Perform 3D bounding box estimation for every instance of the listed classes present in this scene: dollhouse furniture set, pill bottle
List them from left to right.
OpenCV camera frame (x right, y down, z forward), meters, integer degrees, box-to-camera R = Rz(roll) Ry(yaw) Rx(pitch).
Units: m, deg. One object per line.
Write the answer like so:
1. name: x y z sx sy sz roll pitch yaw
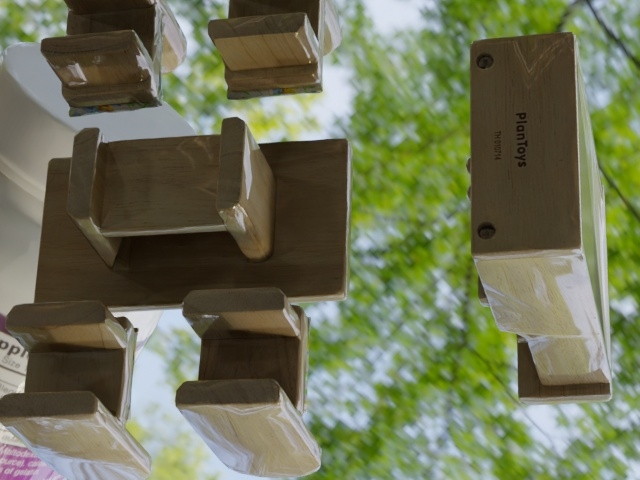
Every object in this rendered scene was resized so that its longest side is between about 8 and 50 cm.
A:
1. pill bottle: -0.188 0.047 1.059 0.169 0.169 0.301 43 -68 32
2. dollhouse furniture set: 0.000 0.000 0.832 0.242 0.161 0.212 -3 -115 12
